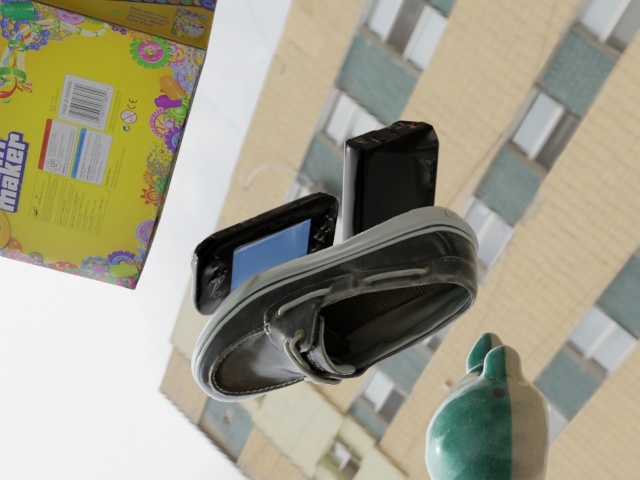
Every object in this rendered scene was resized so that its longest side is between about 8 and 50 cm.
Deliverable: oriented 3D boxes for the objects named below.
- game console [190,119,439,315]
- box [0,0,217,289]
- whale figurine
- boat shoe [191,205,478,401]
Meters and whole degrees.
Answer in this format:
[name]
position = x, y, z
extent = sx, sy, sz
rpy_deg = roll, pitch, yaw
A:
[game console]
position = 0.000, 0.000, 1.332
extent = 0.361, 0.213, 0.044
rpy_deg = -23, -142, -34
[box]
position = -0.209, -0.164, 1.098
extent = 0.177, 0.290, 0.279
rpy_deg = 15, -140, -10
[whale figurine]
position = 0.194, 0.221, 1.404
extent = 0.141, 0.216, 0.272
rpy_deg = 0, -151, 0
[boat shoe]
position = 0.004, 0.081, 1.131
extent = 0.121, 0.335, 0.119
rpy_deg = 47, -157, -26
